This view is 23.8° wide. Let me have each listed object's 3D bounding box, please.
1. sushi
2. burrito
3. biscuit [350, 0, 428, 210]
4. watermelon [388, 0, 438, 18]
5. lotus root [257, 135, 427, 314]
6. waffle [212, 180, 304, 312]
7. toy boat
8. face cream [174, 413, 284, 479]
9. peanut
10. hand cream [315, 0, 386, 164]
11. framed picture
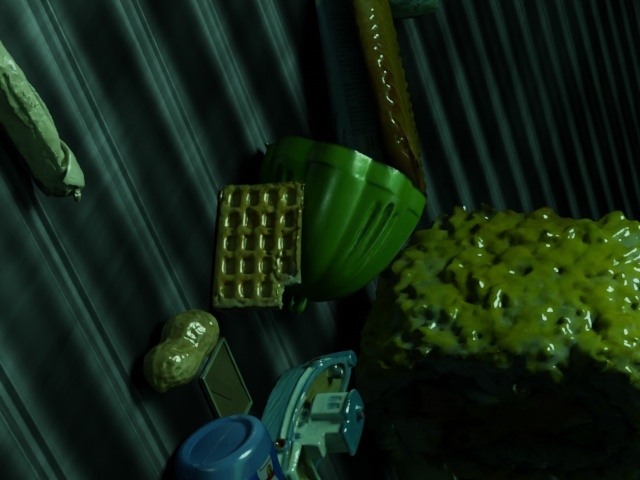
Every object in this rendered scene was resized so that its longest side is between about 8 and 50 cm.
[{"bbox_3d":[0.238,0.144,1.799,0.351,0.397,0.240,69,27,-49],"label":"sushi"},{"bbox_3d":[-0.236,-0.105,1.180,0.041,0.045,0.185,-71,147,-43],"label":"burrito"},{"bbox_3d":[0.085,-0.185,1.849,0.318,0.040,0.317,-12,90,-84],"label":"biscuit"},{"bbox_3d":[0.090,-0.348,1.978,0.139,0.071,0.187,60,-7,9],"label":"watermelon"},{"bbox_3d":[0.000,0.000,1.599,0.186,0.186,0.186,-5,90,-67],"label":"lotus root"},{"bbox_3d":[-0.061,0.007,1.514,0.021,0.092,0.135,55,34,-67],"label":"waffle"},{"bbox_3d":[0.003,0.196,1.610,0.215,0.102,0.088,-69,148,-47],"label":"toy boat"},{"bbox_3d":[-0.066,0.304,1.446,0.149,0.083,0.263,-48,129,-56],"label":"face cream"},{"bbox_3d":[-0.129,0.100,1.387,0.113,0.054,0.053,-58,137,-55],"label":"peanut"},{"bbox_3d":[0.034,-0.188,1.828,0.091,0.058,0.271,-12,93,-60],"label":"hand cream"},{"bbox_3d":[-0.094,0.150,1.510,0.066,0.007,0.089,-65,143,-49],"label":"framed picture"}]
